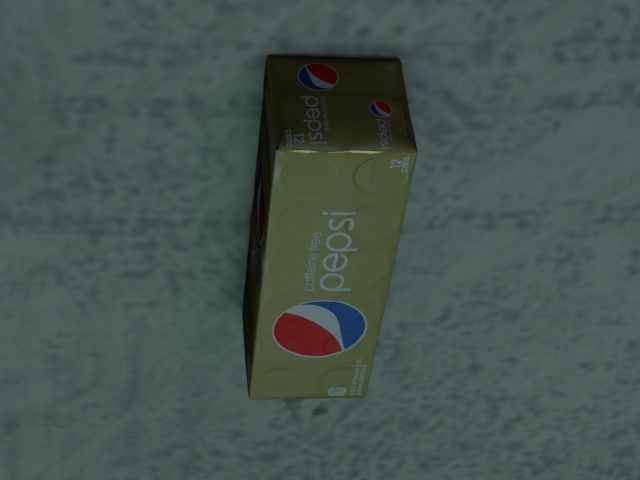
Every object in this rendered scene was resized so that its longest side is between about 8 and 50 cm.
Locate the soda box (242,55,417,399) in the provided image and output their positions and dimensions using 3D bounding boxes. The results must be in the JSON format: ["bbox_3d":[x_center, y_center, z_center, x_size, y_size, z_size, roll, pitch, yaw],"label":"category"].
[{"bbox_3d":[0.000,0.000,0.666,0.061,0.058,0.181,0,140,-8],"label":"soda box"}]
